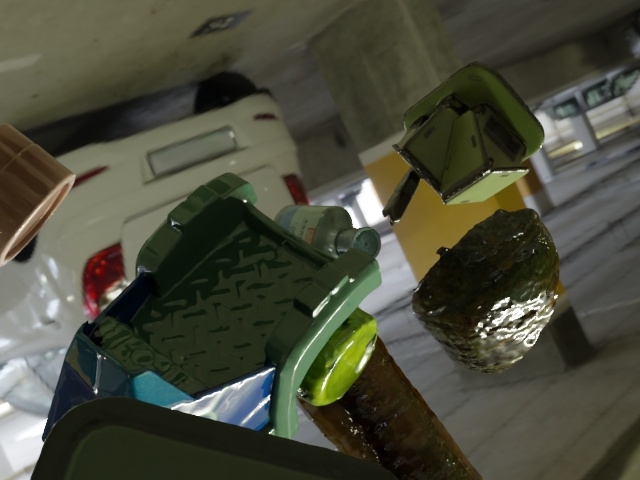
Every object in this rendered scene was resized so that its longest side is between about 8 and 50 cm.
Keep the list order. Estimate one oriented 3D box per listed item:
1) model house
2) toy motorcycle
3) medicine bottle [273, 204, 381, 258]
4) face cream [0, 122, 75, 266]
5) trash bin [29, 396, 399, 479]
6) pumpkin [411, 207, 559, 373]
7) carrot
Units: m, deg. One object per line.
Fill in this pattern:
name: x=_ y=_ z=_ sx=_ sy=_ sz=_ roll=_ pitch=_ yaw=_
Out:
model house: x=0.222 y=-0.129 z=1.471 sx=0.218 sy=0.205 sz=0.278 roll=-37 pitch=-168 yaw=42
toy motorcycle: x=-0.109 y=0.097 z=0.713 sx=0.326 sy=0.191 sz=0.200 roll=-45 pitch=154 yaw=-31
medicine bottle: x=0.000 y=0.000 z=1.093 sx=0.054 sy=0.090 sz=0.208 roll=20 pitch=172 yaw=-29
face cream: x=-0.388 y=-0.055 z=1.072 sx=0.149 sy=0.104 sz=0.149 roll=-50 pitch=-172 yaw=10
trash bin: x=-0.082 y=0.264 z=0.427 sx=0.343 sy=0.158 sz=0.223 roll=110 pitch=-8 yaw=-50
pumpkin: x=0.182 y=0.094 z=1.059 sx=0.163 sy=0.111 sz=0.278 roll=-10 pitch=144 yaw=-35
carrot: x=0.036 y=0.152 z=0.876 sx=0.114 sy=0.302 sz=0.114 roll=-36 pitch=172 yaw=-6
